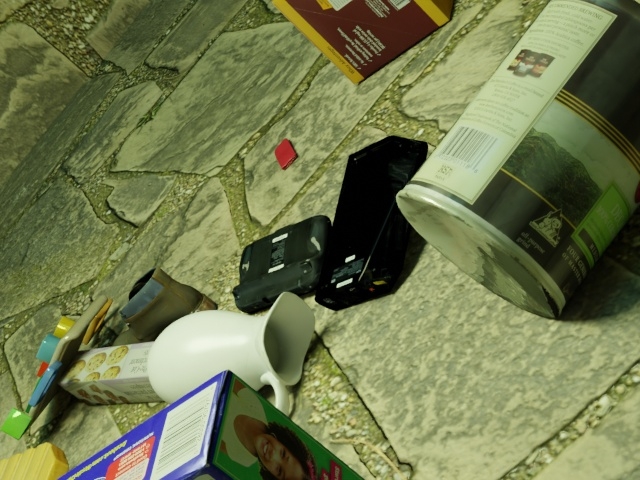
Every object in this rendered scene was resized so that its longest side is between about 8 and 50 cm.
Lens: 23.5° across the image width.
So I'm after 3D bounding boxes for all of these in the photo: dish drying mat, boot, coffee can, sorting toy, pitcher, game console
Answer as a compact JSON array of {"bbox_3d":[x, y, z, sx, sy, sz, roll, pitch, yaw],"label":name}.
[{"bbox_3d":[-0.054,-0.134,2.379,0.032,0.008,0.083,-46,24,8],"label":"dish drying mat"},{"bbox_3d":[-0.257,0.104,2.229,0.219,0.106,0.082,-29,29,38],"label":"boot"},{"bbox_3d":[0.236,-0.090,1.535,0.275,0.201,0.201,-52,23,-8],"label":"coffee can"},{"bbox_3d":[-0.403,0.181,2.330,0.196,0.047,0.347,-60,1,20],"label":"sorting toy"},{"bbox_3d":[-0.114,0.165,1.883,0.207,0.125,0.177,-16,53,35],"label":"pitcher"},{"bbox_3d":[0.000,0.000,1.977,0.361,0.044,0.213,-22,47,51],"label":"game console"}]

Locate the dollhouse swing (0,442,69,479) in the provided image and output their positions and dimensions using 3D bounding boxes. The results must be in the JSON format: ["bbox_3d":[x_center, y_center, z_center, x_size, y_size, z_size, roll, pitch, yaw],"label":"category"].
[{"bbox_3d":[-0.553,0.407,2.068,0.347,0.315,0.304,-25,53,44],"label":"dollhouse swing"}]

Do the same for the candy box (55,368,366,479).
[{"bbox_3d":[-0.062,0.292,1.305,0.268,0.317,0.122,-35,27,31],"label":"candy box"}]

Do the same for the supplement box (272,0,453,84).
[{"bbox_3d":[0.068,-0.377,2.311,0.194,0.191,0.129,-32,28,33],"label":"supplement box"}]

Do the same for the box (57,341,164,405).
[{"bbox_3d":[-0.268,0.188,2.171,0.324,0.063,0.067,-10,46,56],"label":"box"}]
